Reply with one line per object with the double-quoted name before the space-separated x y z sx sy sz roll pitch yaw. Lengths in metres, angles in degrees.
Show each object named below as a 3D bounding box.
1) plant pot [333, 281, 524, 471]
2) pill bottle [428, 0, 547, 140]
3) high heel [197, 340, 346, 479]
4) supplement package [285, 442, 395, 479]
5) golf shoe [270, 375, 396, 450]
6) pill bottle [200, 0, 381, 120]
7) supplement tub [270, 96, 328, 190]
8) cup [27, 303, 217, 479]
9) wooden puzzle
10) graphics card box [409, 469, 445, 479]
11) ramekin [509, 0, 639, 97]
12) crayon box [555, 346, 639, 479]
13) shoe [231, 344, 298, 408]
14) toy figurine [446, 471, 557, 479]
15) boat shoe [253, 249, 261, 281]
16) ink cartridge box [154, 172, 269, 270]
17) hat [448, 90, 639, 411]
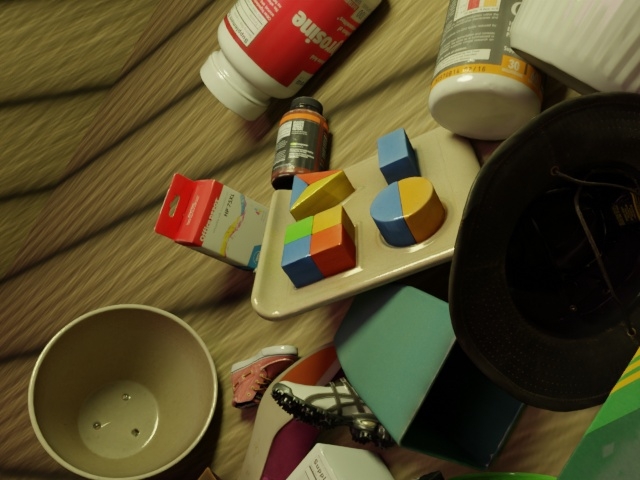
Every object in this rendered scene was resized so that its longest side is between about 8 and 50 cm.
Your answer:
"plant pot" 0.130 0.151 0.746 0.166 0.165 0.234 -62 33 1
"pill bottle" 0.265 -0.307 0.845 0.162 0.162 0.279 -1 70 46
"high heel" -0.037 0.338 0.905 0.377 0.181 0.127 -45 24 -9
"supplement package" -0.002 0.415 0.758 0.244 0.133 0.139 -52 42 13
"golf shoe" 0.027 0.228 0.811 0.077 0.198 0.094 125 165 -59
"pill bottle" -0.076 -0.469 1.242 0.407 0.229 0.229 -42 44 23
"supplement tub" -0.038 -0.193 1.149 0.106 0.106 0.198 -15 59 42
"cup" -0.393 0.328 1.120 0.237 0.330 0.331 124 148 -51
"wooden puzzle" 0.066 -0.055 0.831 0.347 0.081 0.322 -18 34 16
"graphics card box" 0.007 0.424 0.600 0.370 0.094 0.233 -32 69 24
"ramekin" 0.347 -0.229 0.650 0.127 0.272 0.273 -60 39 21
"crayon box" 0.349 0.131 0.489 0.083 0.203 0.323 36 96 50
"shoe" -0.102 0.249 1.013 0.178 0.063 0.081 -31 51 39
"toy figurine" 0.216 0.339 0.586 0.173 0.130 0.159 148 122 -62
"boat shoe" -0.003 -0.002 1.004 0.305 0.109 0.091 -34 42 26
"ink cartridge box" -0.202 -0.034 1.137 0.078 0.231 0.134 4 73 47
"hat" 0.259 0.005 0.613 0.332 0.331 0.134 -63 17 -1
